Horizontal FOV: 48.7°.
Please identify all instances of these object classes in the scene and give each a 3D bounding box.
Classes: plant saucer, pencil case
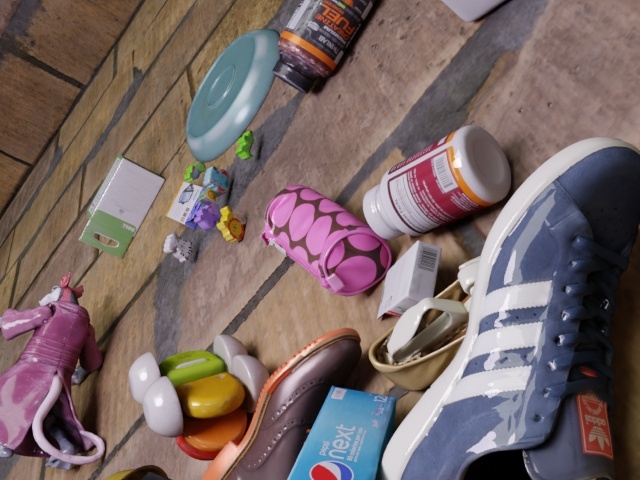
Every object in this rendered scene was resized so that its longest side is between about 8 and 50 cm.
[{"bbox_3d":[-0.195,-0.313,1.481,0.317,0.044,0.317,-36,38,35],"label":"plant saucer"},{"bbox_3d":[0.000,0.000,0.898,0.098,0.095,0.209,-33,28,-13],"label":"pencil case"}]

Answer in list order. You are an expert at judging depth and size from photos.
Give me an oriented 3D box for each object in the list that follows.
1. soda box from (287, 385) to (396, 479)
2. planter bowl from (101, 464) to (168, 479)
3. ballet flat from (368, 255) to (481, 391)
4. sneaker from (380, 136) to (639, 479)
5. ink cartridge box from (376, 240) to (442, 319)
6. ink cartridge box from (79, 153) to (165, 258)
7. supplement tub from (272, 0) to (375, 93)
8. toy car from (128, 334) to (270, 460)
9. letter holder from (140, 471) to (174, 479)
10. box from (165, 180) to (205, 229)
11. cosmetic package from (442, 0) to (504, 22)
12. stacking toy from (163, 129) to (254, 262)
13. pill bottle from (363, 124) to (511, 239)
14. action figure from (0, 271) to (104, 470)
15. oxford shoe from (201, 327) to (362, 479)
[{"bbox_3d":[0.016,0.209,0.606,0.210,0.067,0.071,-48,-37,-67],"label":"soda box"},{"bbox_3d":[-0.285,0.374,0.881,0.090,0.217,0.217,13,73,20],"label":"planter bowl"},{"bbox_3d":[0.137,0.064,0.659,0.232,0.073,0.080,-46,34,24],"label":"ballet flat"},{"bbox_3d":[0.178,0.097,0.528,0.148,0.131,0.350,40,109,60],"label":"sneaker"},{"bbox_3d":[0.094,0.049,0.764,0.115,0.029,0.062,120,165,-67],"label":"ink cartridge box"},{"bbox_3d":[-0.455,-0.078,1.607,0.209,0.109,0.062,-62,30,1],"label":"ink cartridge box"},{"bbox_3d":[0.000,-0.341,1.155,0.198,0.106,0.106,-59,31,6],"label":"supplement tub"},{"bbox_3d":[-0.157,0.214,0.930,0.182,0.159,0.136,27,125,59],"label":"toy car"},{"bbox_3d":[-0.103,0.386,0.706,0.302,0.214,0.152,-8,28,51],"label":"letter holder"},{"bbox_3d":[-0.257,-0.070,1.392,0.136,0.028,0.081,21,83,56],"label":"box"},{"bbox_3d":[0.215,-0.534,0.775,0.394,0.329,0.327,-25,46,43],"label":"cosmetic package"},{"bbox_3d":[-0.189,-0.076,1.262,0.167,0.052,0.221,-20,49,38],"label":"stacking toy"},{"bbox_3d":[0.121,-0.056,0.766,0.152,0.086,0.086,-26,45,44],"label":"pill bottle"},{"bbox_3d":[-0.521,0.224,1.330,0.276,0.248,0.370,-20,53,47],"label":"action figure"},{"bbox_3d":[-0.025,0.217,0.779,0.098,0.097,0.271,45,110,38],"label":"oxford shoe"}]
